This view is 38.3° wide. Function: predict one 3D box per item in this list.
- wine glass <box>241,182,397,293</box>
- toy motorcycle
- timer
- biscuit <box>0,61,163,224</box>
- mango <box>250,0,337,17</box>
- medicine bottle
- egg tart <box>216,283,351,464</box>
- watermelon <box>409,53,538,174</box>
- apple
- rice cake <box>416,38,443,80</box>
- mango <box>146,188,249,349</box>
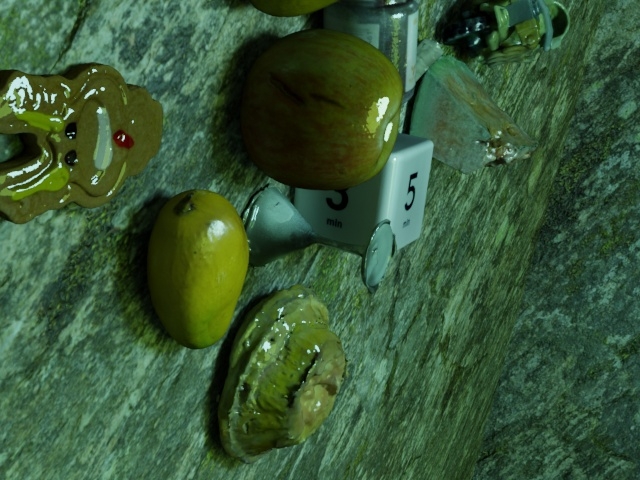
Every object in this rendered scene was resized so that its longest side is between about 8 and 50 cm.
[{"bbox_3d":[0.000,0.000,1.532,0.156,0.232,0.156,-40,138,-50],"label":"wine glass"},{"bbox_3d":[0.444,-0.496,2.163,0.410,0.237,0.169,-16,90,-60],"label":"toy motorcycle"},{"bbox_3d":[0.076,-0.095,1.677,0.194,0.192,0.195,-24,126,-58],"label":"timer"},{"bbox_3d":[-0.286,-0.123,1.104,0.295,0.044,0.186,-28,131,-56],"label":"biscuit"},{"bbox_3d":[0.064,-0.494,1.322,0.445,0.220,0.301,-38,-169,7],"label":"mango"},{"bbox_3d":[0.086,-0.375,1.576,0.165,0.165,0.273,-40,139,-50],"label":"medicine bottle"},{"bbox_3d":[-0.052,0.254,1.677,0.352,0.150,0.352,-40,139,-45],"label":"egg tart"},{"bbox_3d":[0.319,-0.260,2.093,0.151,0.302,0.264,-44,171,31],"label":"watermelon"},{"bbox_3d":[0.014,-0.199,1.439,0.264,0.264,0.264,-41,139,-49],"label":"apple"},{"bbox_3d":[0.180,-0.347,1.903,0.256,0.057,0.052,-49,146,-42],"label":"rice cake"},{"bbox_3d":[-0.177,0.047,1.349,0.176,0.119,0.317,-52,155,-44],"label":"mango"}]
